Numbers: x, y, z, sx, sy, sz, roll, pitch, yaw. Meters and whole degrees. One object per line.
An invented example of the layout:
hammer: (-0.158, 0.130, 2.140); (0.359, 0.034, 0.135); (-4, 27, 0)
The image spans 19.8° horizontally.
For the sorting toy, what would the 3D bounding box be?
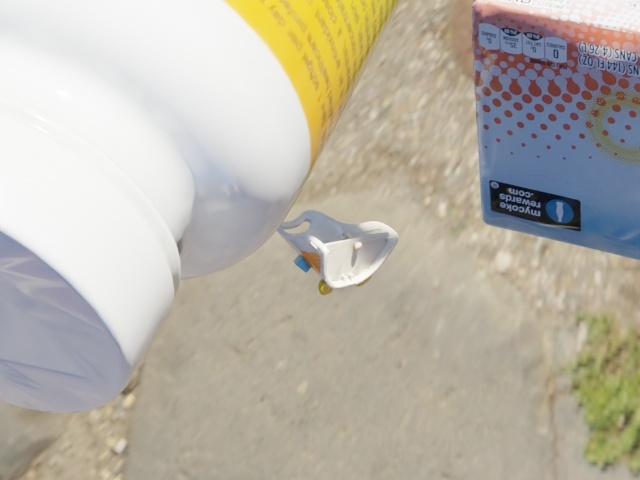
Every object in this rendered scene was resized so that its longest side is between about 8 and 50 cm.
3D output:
sorting toy: (0.000, 0.000, 1.349); (0.075, 0.083, 0.045); (38, 120, 31)

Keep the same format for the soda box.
soda box: (0.125, -0.023, 0.369); (0.183, 0.058, 0.063); (15, 134, 24)

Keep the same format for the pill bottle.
pill bottle: (-0.051, -0.075, 0.556); (0.136, 0.245, 0.136); (18, 146, 13)
